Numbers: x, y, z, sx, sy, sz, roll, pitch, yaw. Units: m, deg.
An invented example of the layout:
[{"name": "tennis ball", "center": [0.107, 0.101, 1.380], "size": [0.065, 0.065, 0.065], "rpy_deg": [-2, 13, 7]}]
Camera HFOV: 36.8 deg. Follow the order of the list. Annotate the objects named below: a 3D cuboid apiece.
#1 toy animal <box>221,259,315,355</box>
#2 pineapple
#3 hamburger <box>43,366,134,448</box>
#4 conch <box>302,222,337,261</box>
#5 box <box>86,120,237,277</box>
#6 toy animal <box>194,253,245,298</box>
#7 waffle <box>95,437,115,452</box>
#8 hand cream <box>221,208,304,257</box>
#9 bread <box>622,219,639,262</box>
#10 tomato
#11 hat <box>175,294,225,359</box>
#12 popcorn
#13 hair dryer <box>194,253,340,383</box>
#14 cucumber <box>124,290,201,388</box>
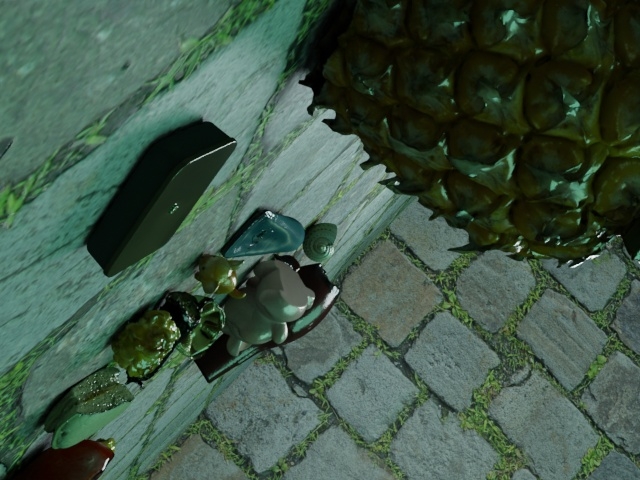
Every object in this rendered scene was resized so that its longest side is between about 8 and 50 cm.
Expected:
[{"name": "toy animal", "center": [-0.113, 0.130, 1.584], "size": [0.212, 0.124, 0.124], "rpy_deg": [-42, 178, 30]}, {"name": "pineapple", "center": [0.186, -0.156, 0.838], "size": [0.352, 0.300, 0.352], "rpy_deg": [-52, 176, -5]}, {"name": "hamburger", "center": [-0.281, 0.203, 1.131], "size": [0.084, 0.054, 0.121], "rpy_deg": [-44, 173, 19]}, {"name": "conch", "center": [-0.003, -0.001, 1.736], "size": [0.076, 0.056, 0.085], "rpy_deg": [-63, -156, 4]}, {"name": "box", "center": [-0.120, -0.033, 0.718], "size": [0.126, 0.031, 0.091], "rpy_deg": [-50, 173, 32]}, {"name": "toy animal", "center": [-0.115, 0.046, 1.139], "size": [0.060, 0.081, 0.083], "rpy_deg": [-42, -166, -14]}, {"name": "waffle", "center": [-0.434, 0.419, 1.515], "size": [0.262, 0.060, 0.280], "rpy_deg": [-52, 174, 23]}, {"name": "hand cream", "center": [-0.067, -0.009, 1.286], "size": [0.083, 0.048, 0.224], "rpy_deg": [-45, 170, 11]}, {"name": "bread", "center": [0.278, -0.023, 0.804], "size": [0.139, 0.084, 0.074], "rpy_deg": [14, 120, -52]}, {"name": "tomato", "center": [-0.360, 0.327, 1.246], "size": [0.166, 0.082, 0.174], "rpy_deg": [-45, -179, 35]}, {"name": "hat", "center": [-0.168, 0.106, 1.237], "size": [0.077, 0.059, 0.076], "rpy_deg": [-55, 143, -18]}, {"name": "popcorn", "center": [-0.194, 0.113, 1.081], "size": [0.083, 0.057, 0.082], "rpy_deg": [-53, 173, 31]}, {"name": "hair dryer", "center": [-0.105, 0.117, 1.754], "size": [0.312, 0.123, 0.340], "rpy_deg": [-34, 161, -13]}, {"name": "cucumber", "center": [-0.197, 0.121, 1.169], "size": [0.181, 0.053, 0.053], "rpy_deg": [-49, 174, 36]}]
